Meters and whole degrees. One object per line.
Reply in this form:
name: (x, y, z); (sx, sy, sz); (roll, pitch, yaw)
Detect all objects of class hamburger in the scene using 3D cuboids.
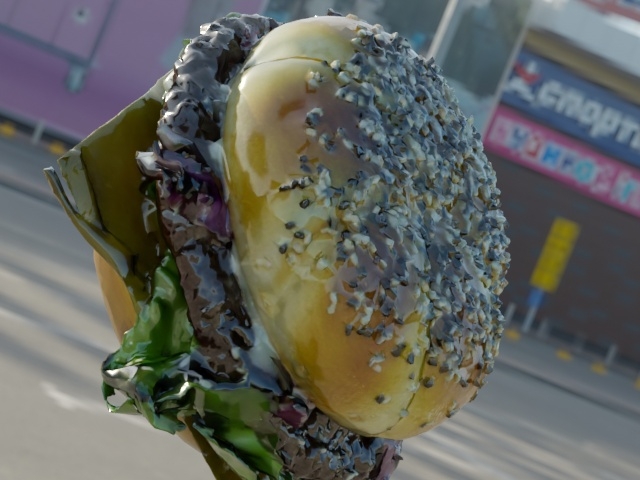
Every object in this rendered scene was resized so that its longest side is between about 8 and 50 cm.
hamburger: (0.000, 0.004, 0.527); (0.093, 0.189, 0.164); (-17, -60, 31)
